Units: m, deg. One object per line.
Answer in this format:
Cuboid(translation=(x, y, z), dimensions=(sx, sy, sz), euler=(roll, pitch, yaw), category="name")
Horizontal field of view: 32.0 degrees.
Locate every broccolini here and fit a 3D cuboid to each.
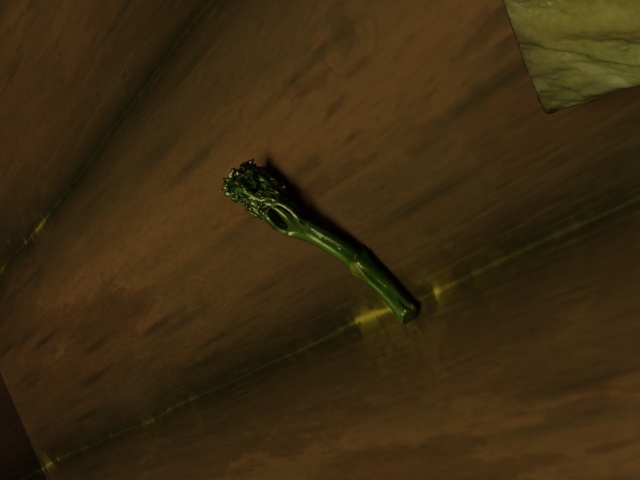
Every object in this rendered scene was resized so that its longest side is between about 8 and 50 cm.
Cuboid(translation=(0.000, 0.000, 1.002), dimensions=(0.239, 0.051, 0.054), euler=(37, 132, 31), category="broccolini")

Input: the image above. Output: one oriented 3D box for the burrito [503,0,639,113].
Cuboid(translation=(0.175, -0.155, 0.528), dimensions=(0.175, 0.107, 0.347), euler=(37, 159, -20), category="burrito")
